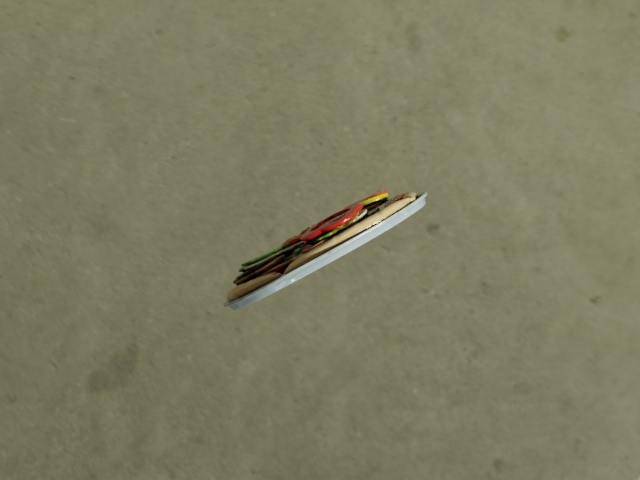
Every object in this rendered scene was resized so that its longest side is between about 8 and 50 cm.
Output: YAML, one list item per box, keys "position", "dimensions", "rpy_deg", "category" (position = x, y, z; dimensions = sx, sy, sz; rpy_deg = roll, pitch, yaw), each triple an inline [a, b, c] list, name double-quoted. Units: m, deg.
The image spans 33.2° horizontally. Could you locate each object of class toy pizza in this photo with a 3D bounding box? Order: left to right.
- position: [0.000, 0.000, 0.932]
  dimensions: [0.201, 0.201, 0.032]
  rpy_deg: [-30, 93, -18]
  category: "toy pizza"
